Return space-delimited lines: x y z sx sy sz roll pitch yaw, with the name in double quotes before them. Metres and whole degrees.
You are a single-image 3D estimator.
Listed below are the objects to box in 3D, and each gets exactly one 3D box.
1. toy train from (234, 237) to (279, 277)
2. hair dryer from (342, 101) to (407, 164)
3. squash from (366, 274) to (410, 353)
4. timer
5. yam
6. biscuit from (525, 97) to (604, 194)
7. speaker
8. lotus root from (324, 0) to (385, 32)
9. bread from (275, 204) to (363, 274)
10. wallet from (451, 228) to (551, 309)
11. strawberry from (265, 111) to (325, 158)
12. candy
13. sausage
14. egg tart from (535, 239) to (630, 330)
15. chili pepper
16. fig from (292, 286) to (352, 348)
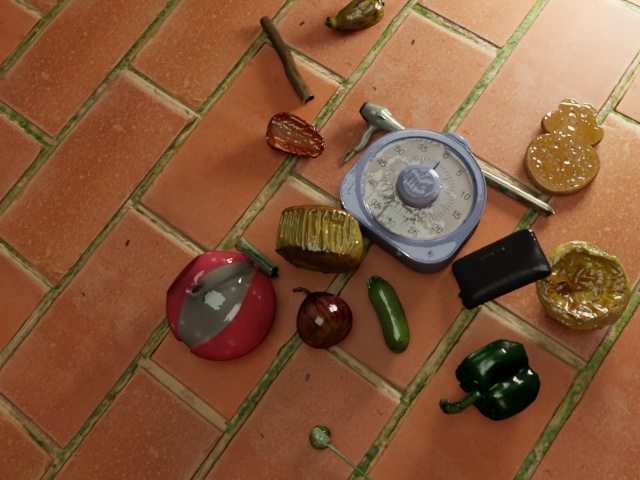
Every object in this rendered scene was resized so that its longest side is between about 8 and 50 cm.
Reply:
"toy train" -0.175 0.053 1.829 0.148 0.071 0.038 38 81 15
"hair dryer" 0.169 -0.291 1.904 0.167 0.067 0.199 20 88 6
"squash" 0.183 0.194 1.745 0.077 0.068 0.219 -23 72 5
"timer" 0.271 -0.138 1.779 0.395 0.173 0.395 -2 73 7
"yam" -0.107 -0.558 2.015 0.045 0.045 0.327 -38 69 28
"biscuit" 0.685 -0.261 1.830 0.202 0.044 0.289 15 75 10
"speaker" -0.260 0.179 1.750 0.294 0.294 0.294 -2 74 6
"lotus root" 0.107 -0.689 2.006 0.190 0.094 0.108 -27 49 8
"bread" 0.000 0.000 1.731 0.227 0.253 0.142 1 77 11
"wallet" 0.464 0.074 1.716 0.250 0.044 0.149 -26 61 22
"strawberry" -0.072 -0.300 1.924 0.188 0.082 0.121 30 99 5
"candy" 0.056 0.551 1.674 0.202 0.061 0.061 38 81 7
"sausage" 0.530 -0.139 1.819 0.269 0.033 0.033 32 80 15
"egg tart" 0.673 0.119 1.689 0.241 0.106 0.241 -2 77 7
"chili pepper" 0.407 0.357 1.623 0.261 0.165 0.174 -28 91 -5
"fig" 0.010 0.197 1.734 0.149 0.148 0.202 30 40 -19
